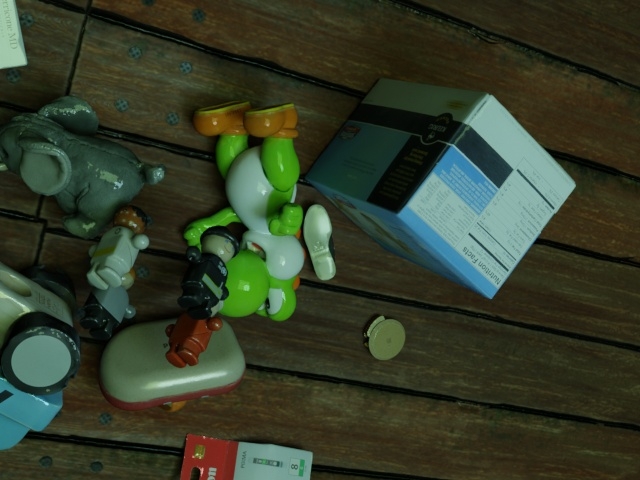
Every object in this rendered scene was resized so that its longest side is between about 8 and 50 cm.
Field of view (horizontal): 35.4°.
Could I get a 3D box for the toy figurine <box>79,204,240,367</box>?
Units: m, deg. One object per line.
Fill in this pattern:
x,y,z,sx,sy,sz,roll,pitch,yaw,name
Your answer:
-0.232,0.059,1.447,0.209,0.213,0.148,18,50,-1,toy figurine

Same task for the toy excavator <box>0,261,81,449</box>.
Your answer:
-0.508,0.255,1.472,0.433,0.222,0.445,37,99,-26,toy excavator

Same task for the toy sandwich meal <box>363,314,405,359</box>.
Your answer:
0.114,0.175,1.808,0.085,0.029,0.086,-8,106,-27,toy sandwich meal

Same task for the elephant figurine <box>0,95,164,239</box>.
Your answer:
-0.385,-0.123,1.438,0.186,0.169,0.239,-47,119,-2,elephant figurine

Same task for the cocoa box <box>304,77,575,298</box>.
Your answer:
0.178,-0.094,1.599,0.231,0.347,0.228,40,84,-26,cocoa box

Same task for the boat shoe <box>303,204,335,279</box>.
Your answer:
-0.002,0.000,1.711,0.048,0.042,0.133,-11,106,-1,boat shoe

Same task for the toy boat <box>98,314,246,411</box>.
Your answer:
-0.241,0.218,1.613,0.231,0.151,0.151,-7,133,-23,toy boat

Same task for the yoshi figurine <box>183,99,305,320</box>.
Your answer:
-0.118,-0.029,1.581,0.202,0.203,0.362,-8,107,-6,yoshi figurine

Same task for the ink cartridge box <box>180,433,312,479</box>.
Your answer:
-0.129,0.433,1.706,0.224,0.056,0.181,17,71,-28,ink cartridge box

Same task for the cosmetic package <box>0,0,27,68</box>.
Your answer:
-0.535,-0.285,1.385,0.231,0.085,0.117,-13,107,-20,cosmetic package
